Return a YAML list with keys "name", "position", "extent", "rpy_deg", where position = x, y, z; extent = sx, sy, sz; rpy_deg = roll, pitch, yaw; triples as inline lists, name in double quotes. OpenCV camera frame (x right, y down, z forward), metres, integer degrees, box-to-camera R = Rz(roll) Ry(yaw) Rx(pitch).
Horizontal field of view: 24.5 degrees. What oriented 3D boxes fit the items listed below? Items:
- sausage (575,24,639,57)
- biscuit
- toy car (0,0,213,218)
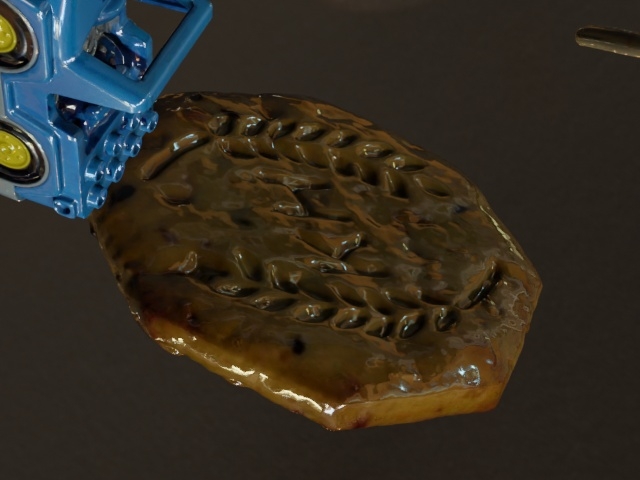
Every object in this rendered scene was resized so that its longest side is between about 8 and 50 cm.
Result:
- name: "sausage"
  position: [0.277, -0.185, 1.366]
  extent: [0.024, 0.024, 0.132]
  rpy_deg: [-54, -156, -2]
- name: "biscuit"
  position: [0.000, 0.000, 1.089]
  extent: [0.359, 0.359, 0.046]
  rpy_deg: [-106, -151, -46]
- name: "toy car"
  position: [-0.115, -0.094, 0.746]
  extent: [0.100, 0.191, 0.097]
  rpy_deg: [19, -129, 11]
